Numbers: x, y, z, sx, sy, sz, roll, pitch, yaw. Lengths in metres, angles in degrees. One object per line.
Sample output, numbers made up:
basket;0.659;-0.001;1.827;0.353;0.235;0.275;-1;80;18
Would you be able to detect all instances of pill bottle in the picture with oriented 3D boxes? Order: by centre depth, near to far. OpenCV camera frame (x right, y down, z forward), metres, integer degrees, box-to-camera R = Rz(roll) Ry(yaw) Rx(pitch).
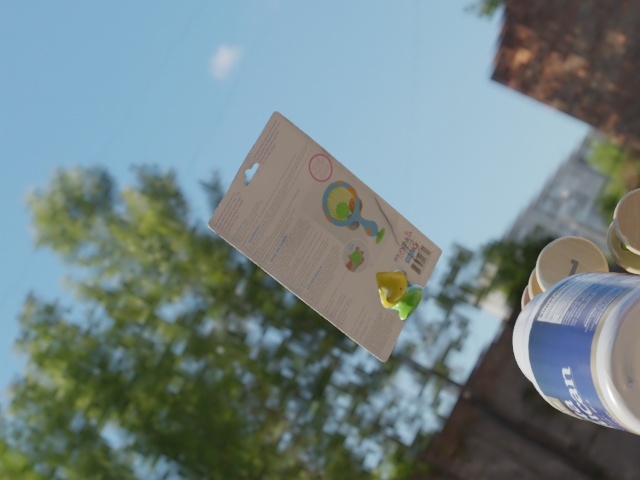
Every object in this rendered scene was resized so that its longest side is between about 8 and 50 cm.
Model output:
pill bottle;0.181;0.067;1.036;0.094;0.094;0.169;-62;14;-7

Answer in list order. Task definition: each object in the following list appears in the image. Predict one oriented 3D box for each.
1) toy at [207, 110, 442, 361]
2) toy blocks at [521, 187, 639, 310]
toy;0.000;0.000;1.657;0.056;0.237;0.137;-11;46;59
toy blocks;0.212;0.024;1.291;0.123;0.054;0.148;-31;-14;-8
